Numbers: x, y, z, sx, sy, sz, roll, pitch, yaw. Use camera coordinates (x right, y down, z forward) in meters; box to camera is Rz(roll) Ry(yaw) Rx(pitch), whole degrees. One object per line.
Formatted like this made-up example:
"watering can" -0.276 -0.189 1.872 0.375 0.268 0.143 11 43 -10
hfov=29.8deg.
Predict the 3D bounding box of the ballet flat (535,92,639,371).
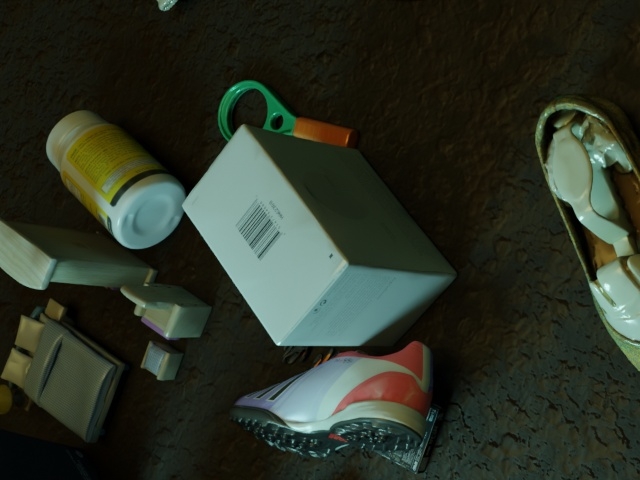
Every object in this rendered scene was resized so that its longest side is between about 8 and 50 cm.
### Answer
"ballet flat" 0.309 0.002 1.239 0.123 0.123 0.348 -29 68 31

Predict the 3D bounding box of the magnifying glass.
"magnifying glass" -0.046 -0.154 1.584 0.231 0.026 0.092 18 95 39

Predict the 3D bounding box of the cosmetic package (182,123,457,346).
"cosmetic package" 0.000 0.000 1.402 0.138 0.224 0.224 -51 58 24

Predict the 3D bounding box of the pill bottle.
"pill bottle" -0.293 -0.091 1.701 0.208 0.119 0.119 42 109 32

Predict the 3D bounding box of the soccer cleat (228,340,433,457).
"soccer cleat" 0.013 0.190 1.452 0.318 0.108 0.116 -12 51 48

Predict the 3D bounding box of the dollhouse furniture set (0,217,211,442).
"dollhouse furniture set" -0.360 0.161 1.672 0.286 0.198 0.303 30 103 36

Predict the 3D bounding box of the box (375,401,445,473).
"box" 0.105 0.225 1.426 0.067 0.018 0.083 22 98 37

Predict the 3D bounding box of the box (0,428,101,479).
"box" -0.471 0.414 1.627 0.296 0.294 0.183 -43 61 6

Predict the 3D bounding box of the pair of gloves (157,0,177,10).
"pair of gloves" -0.188 -0.468 1.715 0.240 0.042 0.204 -47 57 21

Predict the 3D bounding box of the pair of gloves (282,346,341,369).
"pair of gloves" -0.012 0.149 1.528 0.074 0.010 0.083 -51 58 21
